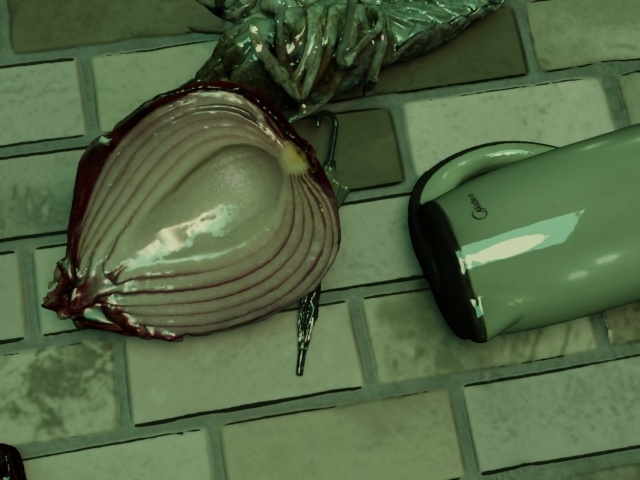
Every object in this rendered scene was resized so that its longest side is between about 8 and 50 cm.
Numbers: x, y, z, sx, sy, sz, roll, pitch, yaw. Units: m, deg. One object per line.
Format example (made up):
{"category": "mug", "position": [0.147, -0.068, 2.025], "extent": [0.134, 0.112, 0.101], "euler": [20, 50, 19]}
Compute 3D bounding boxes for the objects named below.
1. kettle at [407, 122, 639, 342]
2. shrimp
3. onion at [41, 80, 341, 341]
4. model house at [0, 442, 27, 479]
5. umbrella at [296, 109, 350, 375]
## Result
{"category": "kettle", "position": [0.204, -0.019, 0.903], "extent": [0.237, 0.161, 0.221], "euler": [-18, 48, -6]}
{"category": "shrimp", "position": [0.019, -0.215, 0.943], "extent": [0.411, 0.166, 0.221], "euler": [-15, 42, -21]}
{"category": "onion", "position": [-0.131, -0.018, 0.878], "extent": [0.284, 0.120, 0.227], "euler": [-29, 107, 2]}
{"category": "model house", "position": [-0.301, 0.279, 0.773], "extent": [0.141, 0.164, 0.203], "euler": [-25, 79, -5]}
{"category": "umbrella", "position": [0.004, 0.001, 0.939], "extent": [0.044, 0.044, 0.268], "euler": [13, 78, -39]}
